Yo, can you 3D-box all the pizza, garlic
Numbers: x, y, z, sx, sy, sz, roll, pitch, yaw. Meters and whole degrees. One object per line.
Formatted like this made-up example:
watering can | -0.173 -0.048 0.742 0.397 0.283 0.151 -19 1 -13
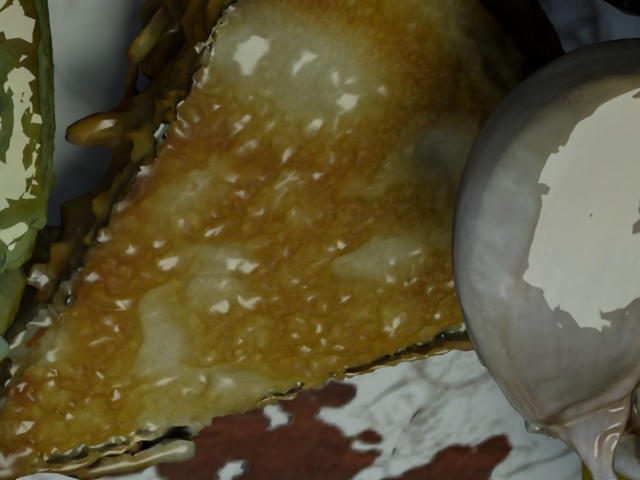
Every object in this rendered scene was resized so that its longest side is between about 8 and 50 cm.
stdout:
pizza | 0.000 0.000 0.669 0.251 0.074 0.287 23 114 -36
garlic | 0.154 0.003 0.608 0.229 0.143 0.178 17 118 -10

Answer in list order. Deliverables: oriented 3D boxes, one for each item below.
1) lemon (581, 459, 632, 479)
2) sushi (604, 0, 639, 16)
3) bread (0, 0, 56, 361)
lemon | 0.259 0.104 0.754 0.284 0.260 0.260 -7 131 4
sushi | 0.189 -0.165 0.540 0.350 0.211 0.170 8 129 -20
bread | -0.170 -0.043 0.509 0.186 0.124 0.257 10 116 -11
